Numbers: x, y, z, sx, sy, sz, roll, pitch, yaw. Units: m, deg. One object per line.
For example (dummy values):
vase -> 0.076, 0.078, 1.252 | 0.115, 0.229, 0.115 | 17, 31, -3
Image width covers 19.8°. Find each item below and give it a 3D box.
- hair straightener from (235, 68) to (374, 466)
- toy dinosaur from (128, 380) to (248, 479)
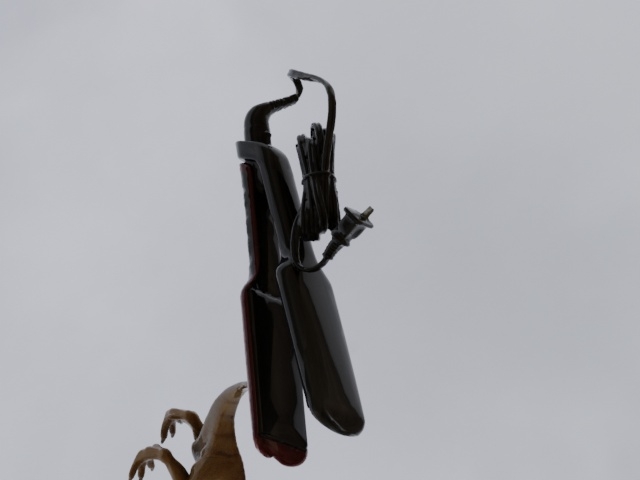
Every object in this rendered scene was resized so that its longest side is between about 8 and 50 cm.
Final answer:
hair straightener -> 0.000, 0.000, 0.962 | 0.047, 0.089, 0.230 | 30, -135, -40
toy dinosaur -> -0.078, 0.157, 1.329 | 0.064, 0.112, 0.211 | -34, -43, -46
